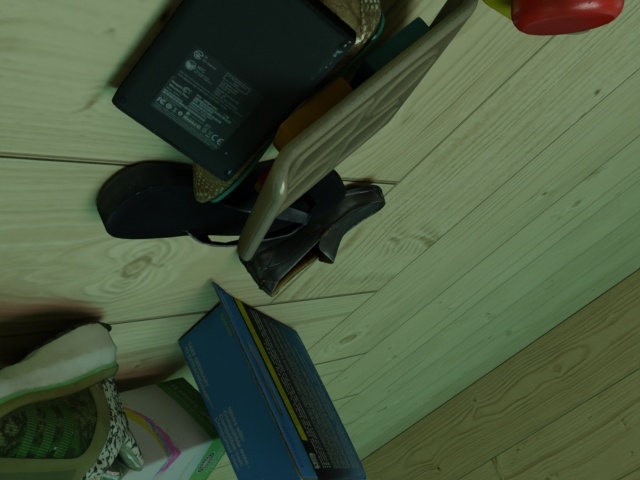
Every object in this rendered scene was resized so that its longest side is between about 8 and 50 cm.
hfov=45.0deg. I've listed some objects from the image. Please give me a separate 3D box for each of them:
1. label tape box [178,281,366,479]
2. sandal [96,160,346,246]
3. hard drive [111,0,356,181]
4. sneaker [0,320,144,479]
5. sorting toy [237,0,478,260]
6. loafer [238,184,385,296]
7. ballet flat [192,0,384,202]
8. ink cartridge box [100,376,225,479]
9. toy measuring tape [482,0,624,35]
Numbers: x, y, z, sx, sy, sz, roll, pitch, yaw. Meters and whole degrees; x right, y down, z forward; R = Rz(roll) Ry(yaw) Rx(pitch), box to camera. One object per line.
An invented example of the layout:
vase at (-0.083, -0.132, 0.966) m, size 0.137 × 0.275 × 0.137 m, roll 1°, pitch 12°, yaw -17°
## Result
label tape box at (-0.069, 0.210, 0.957) m, size 0.105 × 0.241 × 0.334 m, roll -30°, pitch 158°, yaw 5°
sandal at (-0.075, -0.022, 0.683) m, size 0.254 × 0.055 × 0.097 m, roll -8°, pitch 150°, yaw -44°
hard drive at (-0.056, -0.109, 0.486) m, size 0.094 × 0.022 × 0.135 m, roll 35°, pitch 122°, yaw -21°
sneaker at (-0.242, 0.199, 0.611) m, size 0.158 × 0.182 × 0.410 m, roll -32°, pitch -177°, yaw 17°
sorting toy at (0.014, -0.085, 0.573) m, size 0.208 × 0.038 × 0.193 m, roll -46°, pitch 179°, yaw -19°
loafer at (0.000, 0.000, 0.822) m, size 0.170 × 0.061 × 0.062 m, roll -30°, pitch 158°, yaw -2°
ballet flat at (-0.046, -0.108, 0.540) m, size 0.067 × 0.073 × 0.206 m, roll 27°, pitch 122°, yaw -34°
ink cartridge box at (-0.272, 0.292, 0.893) m, size 0.207 × 0.119 × 0.353 m, roll -56°, pitch 159°, yaw 13°
toy measuring tape at (0.187, -0.194, 0.541) m, size 0.121 × 0.121 × 0.330 m, roll -41°, pitch 163°, yaw 26°
